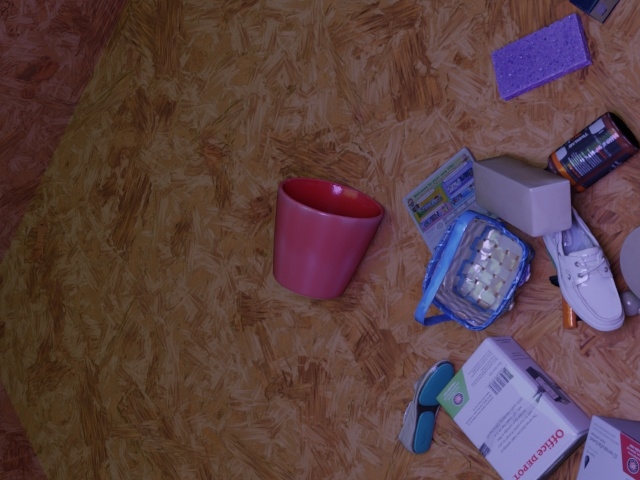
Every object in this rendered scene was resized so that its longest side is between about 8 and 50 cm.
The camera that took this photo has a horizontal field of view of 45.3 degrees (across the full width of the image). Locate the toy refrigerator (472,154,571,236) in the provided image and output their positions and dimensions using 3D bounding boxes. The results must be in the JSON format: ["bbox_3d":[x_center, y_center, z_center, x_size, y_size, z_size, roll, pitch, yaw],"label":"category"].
[{"bbox_3d":[0.418,-0.100,1.603,0.269,0.094,0.102,-128,27,-69],"label":"toy refrigerator"}]

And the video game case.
[{"bbox_3d":[0.315,-0.082,1.830,0.212,0.023,0.193,-41,62,31],"label":"video game case"}]

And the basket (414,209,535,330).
[{"bbox_3d":[0.324,0.059,1.634,0.201,0.289,0.254,36,110,36],"label":"basket"}]

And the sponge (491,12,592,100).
[{"bbox_3d":[0.487,-0.405,1.708,0.210,0.031,0.117,-20,73,38],"label":"sponge"}]

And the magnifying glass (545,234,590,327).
[{"bbox_3d":[0.530,0.070,1.637,0.092,0.026,0.231,-4,81,39],"label":"magnifying glass"}]

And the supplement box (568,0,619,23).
[{"bbox_3d":[0.580,-0.512,1.603,0.056,0.083,0.083,47,115,33],"label":"supplement box"}]

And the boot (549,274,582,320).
[{"bbox_3d":[0.538,0.117,1.586,0.121,0.045,0.099,-3,85,13],"label":"boot"}]

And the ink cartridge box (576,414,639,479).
[{"bbox_3d":[0.578,0.496,1.443,0.197,0.114,0.272,-148,69,-75],"label":"ink cartridge box"}]

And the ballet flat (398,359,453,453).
[{"bbox_3d":[0.243,0.383,1.820,0.086,0.086,0.248,26,104,39],"label":"ballet flat"}]

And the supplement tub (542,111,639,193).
[{"bbox_3d":[0.547,-0.168,1.588,0.198,0.106,0.106,-40,62,30],"label":"supplement tub"}]

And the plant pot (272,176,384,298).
[{"bbox_3d":[0.000,0.000,1.950,0.275,0.275,0.243,32,116,37],"label":"plant pot"}]

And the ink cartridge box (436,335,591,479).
[{"bbox_3d":[0.415,0.370,1.645,0.273,0.115,0.198,50,117,32],"label":"ink cartridge box"}]

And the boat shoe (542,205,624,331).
[{"bbox_3d":[0.522,0.047,1.526,0.098,0.096,0.277,-15,58,-7],"label":"boat shoe"}]

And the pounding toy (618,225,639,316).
[{"bbox_3d":[0.680,0.058,1.469,0.183,0.110,0.236,30,130,40],"label":"pounding toy"}]
